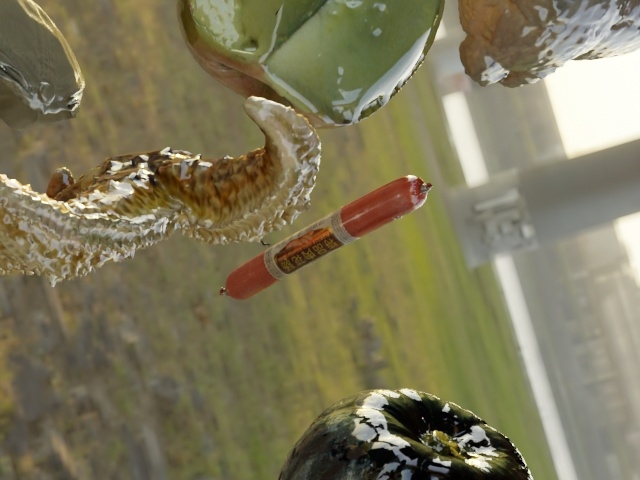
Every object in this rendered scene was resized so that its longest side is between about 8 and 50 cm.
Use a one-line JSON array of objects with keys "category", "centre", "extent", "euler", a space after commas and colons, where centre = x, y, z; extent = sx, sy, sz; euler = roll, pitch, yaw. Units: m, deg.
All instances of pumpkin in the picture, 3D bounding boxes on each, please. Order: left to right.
[{"category": "pumpkin", "centre": [0.078, 0.227, 1.320], "extent": [0.233, 0.233, 0.163], "euler": [-88, -158, -69]}]

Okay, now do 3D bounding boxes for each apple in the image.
[{"category": "apple", "centre": [-0.013, -0.188, 1.199], "extent": [0.207, 0.188, 0.174], "euler": [42, -7, -24]}]

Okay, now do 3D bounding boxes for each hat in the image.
[{"category": "hat", "centre": [-0.279, -0.204, 1.289], "extent": [0.214, 0.149, 0.245], "euler": [21, 60, -59]}]

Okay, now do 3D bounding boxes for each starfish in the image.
[{"category": "starfish", "centre": [-0.084, -0.015, 0.681], "extent": [0.216, 0.238, 0.071], "euler": [-18, 90, -49]}]

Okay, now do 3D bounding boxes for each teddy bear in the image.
[{"category": "teddy bear", "centre": [0.219, -0.226, 1.378], "extent": [0.151, 0.267, 0.236], "euler": [48, -50, 31]}]

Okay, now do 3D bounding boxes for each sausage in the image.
[{"category": "sausage", "centre": [0.000, 0.000, 1.393], "extent": [0.034, 0.253, 0.034], "euler": [29, 46, -36]}]
